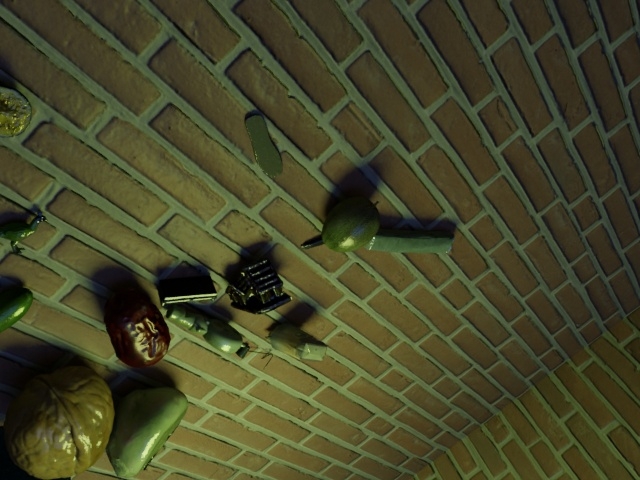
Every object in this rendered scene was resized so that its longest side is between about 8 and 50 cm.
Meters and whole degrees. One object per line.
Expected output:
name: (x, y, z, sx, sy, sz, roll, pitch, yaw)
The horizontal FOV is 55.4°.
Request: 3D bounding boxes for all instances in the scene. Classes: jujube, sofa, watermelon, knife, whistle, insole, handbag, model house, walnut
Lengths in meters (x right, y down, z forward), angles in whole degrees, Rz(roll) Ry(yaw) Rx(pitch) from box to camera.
jujube: (-0.488, 0.232, 1.618, 0.155, 0.155, 0.230, -18, 134, -13)
sofa: (-0.362, 0.148, 1.659, 0.147, 0.085, 0.060, -4, 126, -25)
watermelon: (-0.622, -0.258, 1.196, 0.105, 0.062, 0.105, -11, 124, -17)
knife: (0.000, 0.000, 1.765, 0.121, 0.018, 0.031, -22, 141, -8)
whistle: (-0.325, 0.259, 1.756, 0.258, 0.126, 0.067, 32, 96, -27)
insole: (-0.140, -0.229, 1.504, 0.063, 0.010, 0.192, -26, 134, -6)
handbag: (-0.077, 0.317, 1.903, 0.117, 0.173, 0.095, 23, 85, -49)
model house: (-0.186, 0.126, 1.715, 0.165, 0.106, 0.152, -26, 137, -12)
walnut: (-0.705, 0.489, 1.656, 0.277, 0.252, 0.313, -8, 130, -19)

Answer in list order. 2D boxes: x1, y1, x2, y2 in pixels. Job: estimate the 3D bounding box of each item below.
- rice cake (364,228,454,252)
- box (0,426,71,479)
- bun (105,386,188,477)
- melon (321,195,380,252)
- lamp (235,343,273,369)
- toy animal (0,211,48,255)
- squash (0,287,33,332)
rice cake: (0.277, 0.001, 1.877, 0.336, 0.063, 0.066, 4, 122, -29)
box: (-0.852, 0.668, 1.714, 0.261, 0.279, 0.116, 12, 122, -34)
bun: (-0.539, 0.545, 1.821, 0.187, 0.293, 0.293, 33, 114, 3)
melon: (0.090, -0.047, 1.686, 0.192, 0.139, 0.139, -41, 134, 14)
lamp: (-0.211, 0.364, 1.957, 0.121, 0.041, 0.054, 35, 98, -38)
toy animal: (-0.720, 0.005, 1.381, 0.216, 0.041, 0.075, -22, 116, -7)
squash: (-0.825, 0.206, 1.473, 0.292, 0.082, 0.082, -30, 135, -1)
